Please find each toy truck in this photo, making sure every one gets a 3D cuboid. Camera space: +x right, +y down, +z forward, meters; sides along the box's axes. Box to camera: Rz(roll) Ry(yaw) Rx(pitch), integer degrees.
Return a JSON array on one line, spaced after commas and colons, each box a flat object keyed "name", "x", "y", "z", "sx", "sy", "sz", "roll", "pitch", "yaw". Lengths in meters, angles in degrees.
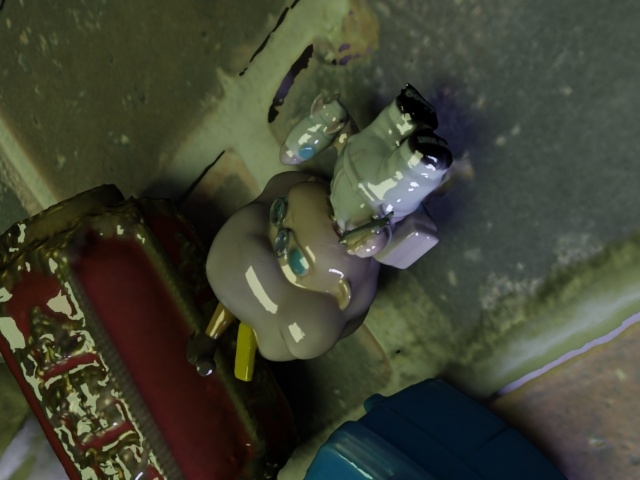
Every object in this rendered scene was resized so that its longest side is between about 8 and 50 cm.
[{"name": "toy truck", "x": 0.027, "y": 0.267, "z": 0.640, "sx": 0.161, "sy": 0.162, "sz": 0.384, "roll": 37, "pitch": 129, "yaw": 23}]

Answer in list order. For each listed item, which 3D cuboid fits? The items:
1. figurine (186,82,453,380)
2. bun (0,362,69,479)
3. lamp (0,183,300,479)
[{"name": "figurine", "x": 0.000, "y": 0.000, "z": 0.577, "sx": 0.229, "sy": 0.112, "sz": 0.137, "roll": -46, "pitch": 50, "yaw": 37}, {"name": "bun", "x": -0.267, "y": 0.279, "z": 0.773, "sx": 0.361, "sy": 0.361, "sz": 0.213, "roll": 60, "pitch": 161, "yaw": 2}, {"name": "lamp", "x": -0.132, "y": 0.094, "z": 0.687, "sx": 0.177, "sy": 0.177, "sz": 0.274, "roll": -29, "pitch": 90, "yaw": 45}]
